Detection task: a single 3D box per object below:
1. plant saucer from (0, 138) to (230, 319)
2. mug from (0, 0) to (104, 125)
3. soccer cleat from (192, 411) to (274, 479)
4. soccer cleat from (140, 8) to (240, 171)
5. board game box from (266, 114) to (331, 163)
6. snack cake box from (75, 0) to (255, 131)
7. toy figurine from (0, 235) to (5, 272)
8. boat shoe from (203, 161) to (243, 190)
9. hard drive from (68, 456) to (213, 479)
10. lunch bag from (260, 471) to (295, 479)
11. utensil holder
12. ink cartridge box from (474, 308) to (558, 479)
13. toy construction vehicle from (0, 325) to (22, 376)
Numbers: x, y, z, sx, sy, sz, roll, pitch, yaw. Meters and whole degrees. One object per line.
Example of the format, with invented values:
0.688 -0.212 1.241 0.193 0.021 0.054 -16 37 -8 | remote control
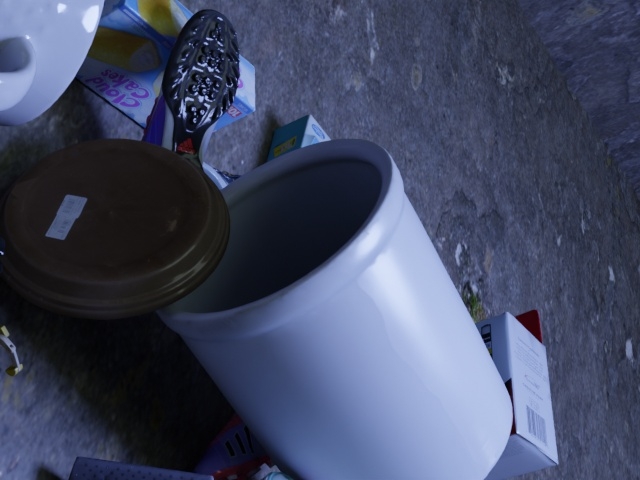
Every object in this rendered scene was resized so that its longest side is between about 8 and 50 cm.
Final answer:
-0.243 -0.026 1.423 0.041 0.278 0.278 93 4 -47 | plant saucer
-0.409 -0.257 1.229 0.328 0.276 0.374 15 32 -44 | mug
-0.107 0.269 1.625 0.095 0.083 0.248 56 27 11 | soccer cleat
-0.190 -0.145 1.599 0.109 0.116 0.318 13 87 -40 | soccer cleat
0.000 0.000 1.972 0.254 0.079 0.336 49 34 -30 | board game box
-0.228 -0.246 1.685 0.264 0.152 0.089 36 39 -42 | snack cake box
-0.438 -0.010 1.199 0.209 0.148 0.213 67 26 -13 | toy figurine
-0.151 -0.077 1.801 0.183 0.065 0.083 44 25 -35 | boat shoe
-0.208 0.365 1.316 0.172 0.054 0.254 9 56 -6 | hard drive
-0.020 0.391 1.380 0.224 0.108 0.279 36 13 -11 | lunch bag
0.024 0.123 1.523 0.385 0.328 0.327 59 30 -29 | utensil holder
0.186 0.237 1.885 0.130 0.309 0.272 39 39 -40 | ink cartridge box
-0.370 0.116 1.324 0.098 0.035 0.086 63 30 -9 | toy construction vehicle
